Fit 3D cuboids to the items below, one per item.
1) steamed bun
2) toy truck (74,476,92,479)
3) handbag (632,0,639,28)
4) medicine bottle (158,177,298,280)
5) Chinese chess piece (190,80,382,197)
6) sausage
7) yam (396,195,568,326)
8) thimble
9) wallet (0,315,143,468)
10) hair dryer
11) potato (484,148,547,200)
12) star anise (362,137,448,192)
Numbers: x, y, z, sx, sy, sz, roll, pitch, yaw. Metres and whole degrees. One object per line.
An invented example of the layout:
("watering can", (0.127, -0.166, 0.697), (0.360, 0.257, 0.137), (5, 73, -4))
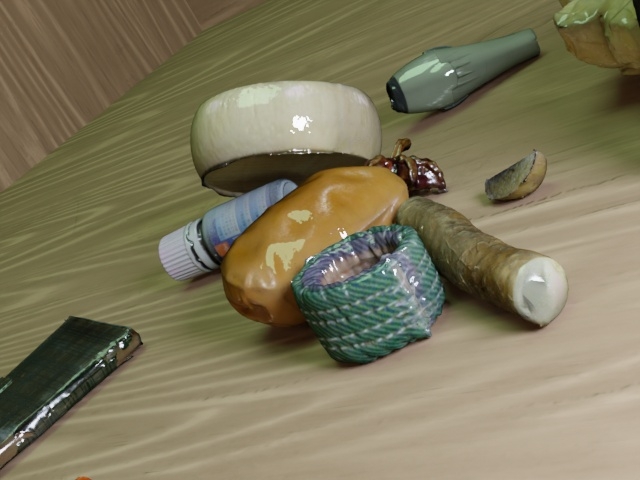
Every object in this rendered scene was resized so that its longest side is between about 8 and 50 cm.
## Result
("steamed bun", (0.414, -0.267, 1.242), (0.295, 0.137, 0.292), (-37, 23, -6))
("toy truck", (-0.222, 0.266, 0.893), (0.252, 0.114, 0.107), (-24, 19, 24))
("handbag", (0.414, -0.260, 0.993), (0.342, 0.288, 0.152), (-32, 14, -4))
("medicine bottle", (-0.115, -0.010, 1.480), (0.203, 0.083, 0.083), (-21, 21, 25))
("Chinese chess piece", (-0.044, -0.127, 1.472), (0.249, 0.103, 0.250), (-3, -11, -1))
("sausage", (0.000, 0.000, 1.224), (0.136, 0.120, 0.241), (12, 44, 44))
("yam", (0.141, 0.015, 1.064), (0.066, 0.066, 0.299), (-33, 20, -7))
("thimble", (0.047, 0.049, 1.070), (0.135, 0.090, 0.118), (-18, 23, 33))
("wallet", (-0.367, 0.208, 1.377), (0.169, 0.044, 0.317), (0, 37, 50))
("hair dryer", (0.212, -0.249, 1.643), (0.219, 0.088, 0.225), (-18, 6, 16))
("potato", (0.212, -0.059, 1.196), (0.093, 0.036, 0.037), (-34, 45, 59))
("star anise", (0.093, -0.088, 1.380), (0.097, 0.070, 0.190), (-8, 3, -3))
